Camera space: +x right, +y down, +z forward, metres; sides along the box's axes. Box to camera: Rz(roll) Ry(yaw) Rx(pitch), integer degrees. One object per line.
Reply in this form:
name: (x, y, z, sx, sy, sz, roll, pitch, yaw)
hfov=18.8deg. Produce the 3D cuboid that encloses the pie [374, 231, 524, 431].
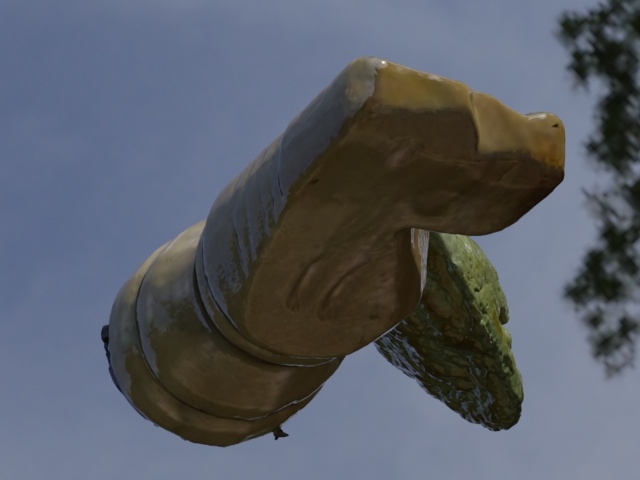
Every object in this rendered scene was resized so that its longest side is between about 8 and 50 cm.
pie: (0.079, 0.040, 1.526, 0.090, 0.201, 0.248, -45, -46, -20)

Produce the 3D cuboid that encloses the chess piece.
chess piece: (0.000, 0.000, 0.973, 0.137, 0.137, 0.301, -1, -23, -27)
